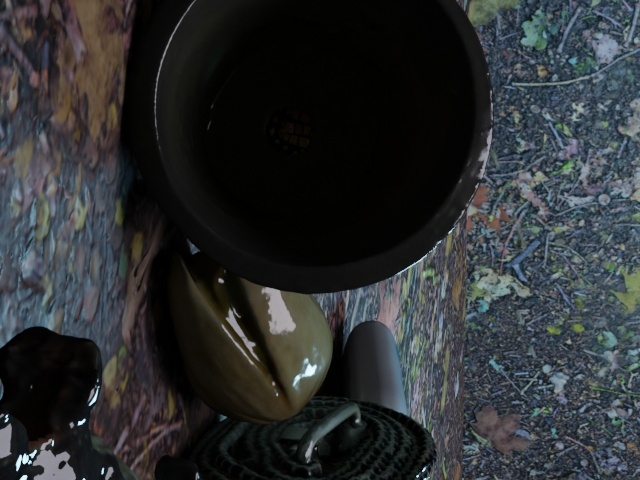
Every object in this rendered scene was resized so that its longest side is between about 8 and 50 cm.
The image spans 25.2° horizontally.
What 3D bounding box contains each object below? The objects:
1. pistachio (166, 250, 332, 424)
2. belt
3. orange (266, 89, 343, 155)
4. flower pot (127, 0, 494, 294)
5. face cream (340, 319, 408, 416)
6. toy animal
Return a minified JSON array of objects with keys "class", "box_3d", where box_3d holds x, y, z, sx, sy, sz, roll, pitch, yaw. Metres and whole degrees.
[{"class":"pistachio","box_3d":[-0.061,0.074,1.184,0.226,0.136,0.136,67,29,-51]},{"class":"belt","box_3d":[-0.015,0.230,1.266,0.295,0.207,0.160,-22,122,-60]},{"class":"orange","box_3d":[0.008,-0.104,1.296,0.234,0.182,0.234,6,90,-89]},{"class":"flower pot","box_3d":[-0.016,-0.093,1.096,0.166,0.269,0.269,173,-76,-80]},{"class":"face cream","box_3d":[0.070,0.239,1.780,0.336,0.080,0.163,-94,-176,-65]},{"class":"toy animal","box_3d":[-0.147,0.175,0.851,0.168,0.106,0.343,-61,148,-46]}]
